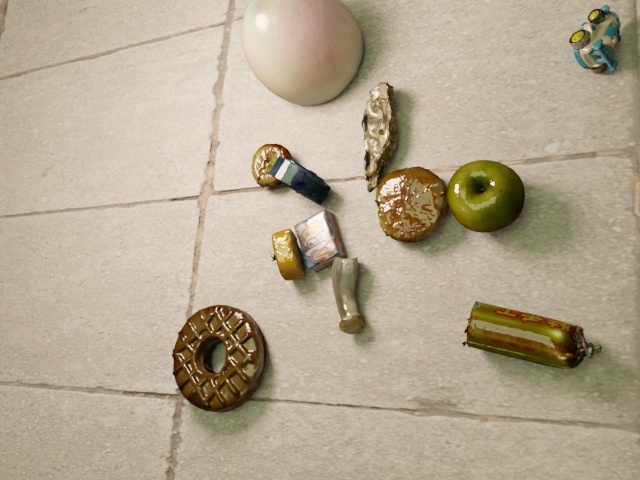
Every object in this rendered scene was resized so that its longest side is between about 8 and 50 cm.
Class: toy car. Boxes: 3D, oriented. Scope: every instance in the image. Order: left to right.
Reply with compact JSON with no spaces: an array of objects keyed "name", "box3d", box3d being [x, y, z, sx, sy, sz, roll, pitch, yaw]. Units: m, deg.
[{"name":"toy car","box3d":[0.723,-0.510,1.690,0.161,0.126,0.098,-53,31,-3]}]

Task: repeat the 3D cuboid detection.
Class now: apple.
[{"name":"apple","box3d":[0.426,-0.111,1.723,0.196,0.157,0.196,-8,73,26]}]

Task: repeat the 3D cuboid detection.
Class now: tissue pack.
[{"name":"tissue pack","box3d":[0.000,0.000,1.977,0.115,0.065,0.155,-28,64,20]}]

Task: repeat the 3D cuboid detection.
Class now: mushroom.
[{"name":"mushroom","box3d":[0.077,0.153,1.884,0.092,0.081,0.223,-17,70,45]}]

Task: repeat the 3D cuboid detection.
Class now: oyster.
[{"name":"oyster","box3d":[0.171,-0.305,1.976,0.129,0.078,0.345,-8,72,48]}]

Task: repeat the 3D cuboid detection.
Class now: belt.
[{"name":"belt","box3d":[-0.057,-0.181,2.003,0.190,0.141,0.082,31,93,-7]}]

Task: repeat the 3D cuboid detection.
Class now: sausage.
[{"name":"sausage","box3d":[0.503,0.234,1.599,0.317,0.125,0.117,10,122,31]}]

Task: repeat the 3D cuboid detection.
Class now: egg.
[{"name":"egg","box3d":[-0.084,-0.629,2.050,0.354,0.340,0.354,-8,73,28]}]

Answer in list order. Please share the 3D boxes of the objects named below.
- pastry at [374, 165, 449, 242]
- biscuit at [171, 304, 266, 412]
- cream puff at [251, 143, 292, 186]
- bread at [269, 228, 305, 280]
[{"name":"pastry","box3d":[0.246,-0.103,1.853,0.218,0.100,0.229,-49,64,13]},{"name":"biscuit","box3d":[-0.307,0.355,2.020,0.332,0.103,0.332,-9,70,27]},{"name":"cream puff","box3d":[-0.150,-0.235,2.117,0.149,0.084,0.149,-7,75,29]},{"name":"bread","box3d":[-0.098,0.046,1.986,0.073,0.122,0.149,-16,74,11]}]
